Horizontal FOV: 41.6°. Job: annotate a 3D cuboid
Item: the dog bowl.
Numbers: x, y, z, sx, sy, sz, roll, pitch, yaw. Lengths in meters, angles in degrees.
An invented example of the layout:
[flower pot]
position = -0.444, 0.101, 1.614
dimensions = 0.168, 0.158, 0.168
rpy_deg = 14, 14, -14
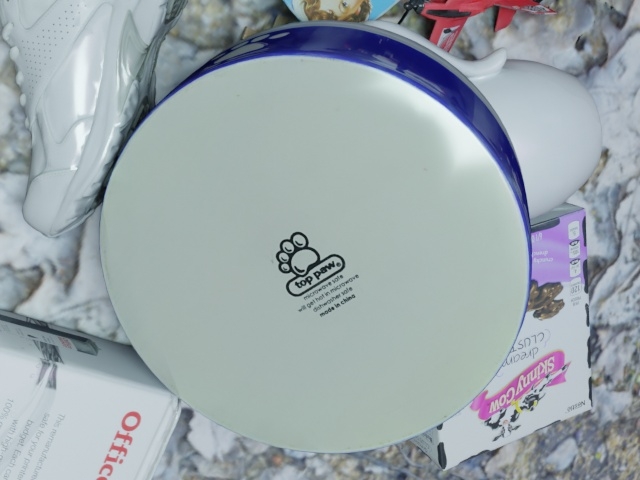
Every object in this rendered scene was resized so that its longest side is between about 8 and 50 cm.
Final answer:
[dog bowl]
position = 0.000, 0.000, 0.542
dimensions = 0.265, 0.104, 0.265
rpy_deg = 3, 113, 8

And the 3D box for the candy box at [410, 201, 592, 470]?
[candy box]
position = 0.148, 0.076, 0.731
dimensions = 0.165, 0.070, 0.196
rpy_deg = -17, 112, -21

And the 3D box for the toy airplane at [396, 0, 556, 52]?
[toy airplane]
position = 0.121, -0.181, 0.638
dimensions = 0.151, 0.028, 0.151
rpy_deg = -23, 151, -14

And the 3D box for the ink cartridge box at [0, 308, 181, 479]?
[ink cartridge box]
position = -0.225, 0.130, 0.559
dimensions = 0.218, 0.092, 0.158
rpy_deg = 22, 95, -27

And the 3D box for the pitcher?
[pitcher]
position = 0.100, -0.086, 0.623
dimensions = 0.207, 0.125, 0.178
rpy_deg = -13, 128, -13

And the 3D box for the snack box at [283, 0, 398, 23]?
[snack box]
position = -0.014, -0.275, 0.479
dimensions = 0.187, 0.060, 0.322
rpy_deg = -37, 136, 11

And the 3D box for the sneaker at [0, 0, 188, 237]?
[sneaker]
position = -0.158, -0.116, 0.532
dimensions = 0.115, 0.090, 0.232
rpy_deg = 22, 104, -3

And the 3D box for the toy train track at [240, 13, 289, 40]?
[toy train track]
position = -0.025, -0.134, 0.620
dimensions = 0.083, 0.014, 0.048
rpy_deg = 23, 88, -35
